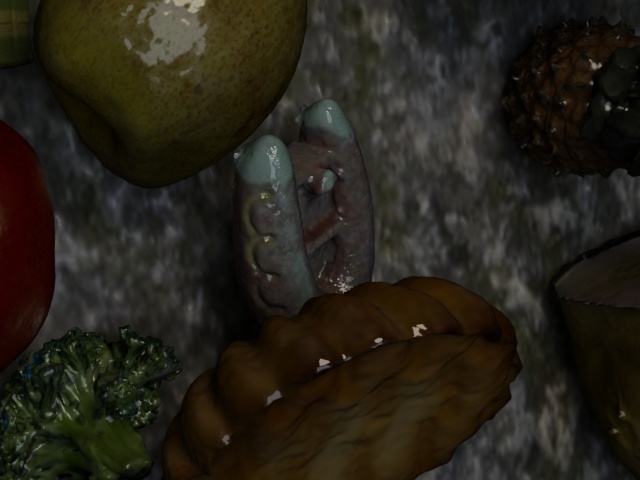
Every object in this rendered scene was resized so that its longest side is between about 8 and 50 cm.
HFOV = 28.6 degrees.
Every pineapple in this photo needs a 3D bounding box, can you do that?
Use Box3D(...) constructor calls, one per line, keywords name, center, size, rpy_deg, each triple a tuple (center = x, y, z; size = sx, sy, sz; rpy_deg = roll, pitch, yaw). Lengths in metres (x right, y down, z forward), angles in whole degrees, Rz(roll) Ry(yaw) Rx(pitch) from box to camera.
Box3D(name="pineapple", center=(0.283, -0.103, 1.059), size=(0.166, 0.364, 0.165), rpy_deg=(-4, 104, -16))

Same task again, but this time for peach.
Box3D(name="peach", center=(-0.302, 0.008, 0.944), size=(0.244, 0.199, 0.243), rpy_deg=(-6, 102, -30))

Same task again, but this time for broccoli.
Box3D(name="broccoli", center=(-0.189, 0.153, 1.031), size=(0.167, 0.160, 0.154), rpy_deg=(-16, 131, -28))

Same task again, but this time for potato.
Box3D(name="potato", center=(0.357, 0.127, 1.210), size=(0.229, 0.229, 0.266), rpy_deg=(-27, 110, -15))

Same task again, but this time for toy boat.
Box3D(name="toy boat", center=(0.000, 0.000, 1.072), size=(0.155, 0.085, 0.227), rpy_deg=(-40, 135, -46))

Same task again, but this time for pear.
Box3D(name="pear", center=(-0.112, -0.161, 0.985), size=(0.188, 0.228, 0.211), rpy_deg=(42, 74, 16))

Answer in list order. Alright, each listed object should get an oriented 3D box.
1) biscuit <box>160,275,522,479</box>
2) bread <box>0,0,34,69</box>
Box3D(name="biscuit", center=(0.013, 0.139, 1.059), size=(0.326, 0.325, 0.107), rpy_deg=(-16, 59, -18))
Box3D(name="bread", center=(-0.315, -0.171, 1.012), size=(0.139, 0.084, 0.074), rpy_deg=(-2, 100, 11))
